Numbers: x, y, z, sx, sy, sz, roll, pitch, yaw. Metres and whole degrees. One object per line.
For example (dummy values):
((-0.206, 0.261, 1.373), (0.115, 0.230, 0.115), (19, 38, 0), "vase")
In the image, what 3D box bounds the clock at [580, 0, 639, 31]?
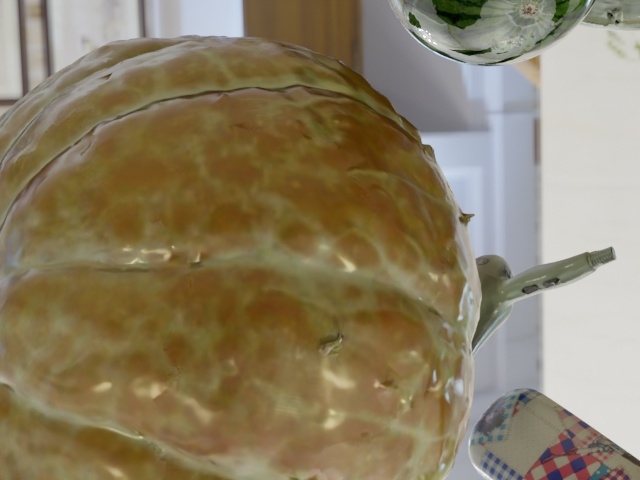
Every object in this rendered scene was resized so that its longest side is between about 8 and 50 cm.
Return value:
((0.252, -0.283, 1.428), (0.236, 0.053, 0.236), (13, -151, -8), "clock")

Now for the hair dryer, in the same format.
((0.219, 0.086, 1.656), (0.225, 0.088, 0.219), (-9, -150, 51), "hair dryer")

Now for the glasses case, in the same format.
((0.300, 0.283, 1.597), (0.327, 0.125, 0.076), (35, 175, 46), "glasses case")

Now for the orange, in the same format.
((-0.069, 0.054, 0.695), (0.249, 0.329, 0.329), (7, -179, -30), "orange")

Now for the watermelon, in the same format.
((0.104, -0.193, 0.881), (0.141, 0.140, 0.187), (-2, -140, -6), "watermelon")
